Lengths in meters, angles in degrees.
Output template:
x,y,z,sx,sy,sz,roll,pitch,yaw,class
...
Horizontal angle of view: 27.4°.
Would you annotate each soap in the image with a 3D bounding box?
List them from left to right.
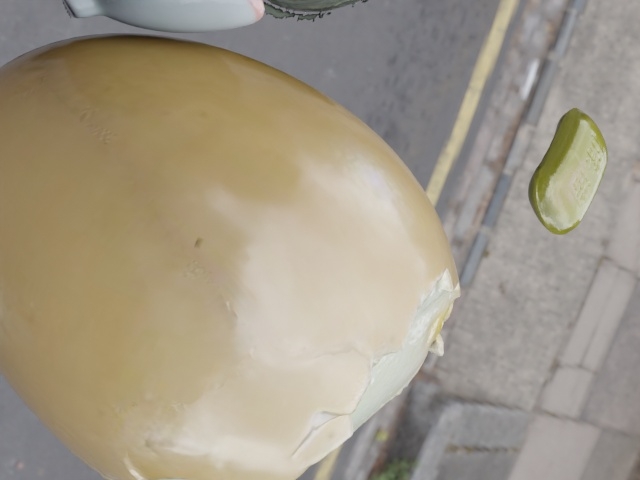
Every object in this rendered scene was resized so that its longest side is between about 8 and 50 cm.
x,y,z,sx,sy,sz,roll,pitch,yaw,class
0.267,-0.074,1.398,0.089,0.045,0.140,48,57,-33,soap

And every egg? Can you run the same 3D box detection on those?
x,y,z,sx,sy,sz,roll,pitch,yaw,class
-0.061,0.008,0.608,0.201,0.244,0.201,-49,-178,2,egg

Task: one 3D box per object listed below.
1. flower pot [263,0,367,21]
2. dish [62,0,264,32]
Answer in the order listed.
x,y,z,sx,sy,sz,roll,pitch,yaw,class
-0.010,-0.290,0.946,0.140,0.235,0.235,28,85,-50,flower pot
-0.114,-0.185,0.571,0.077,0.151,0.212,-29,117,-6,dish
